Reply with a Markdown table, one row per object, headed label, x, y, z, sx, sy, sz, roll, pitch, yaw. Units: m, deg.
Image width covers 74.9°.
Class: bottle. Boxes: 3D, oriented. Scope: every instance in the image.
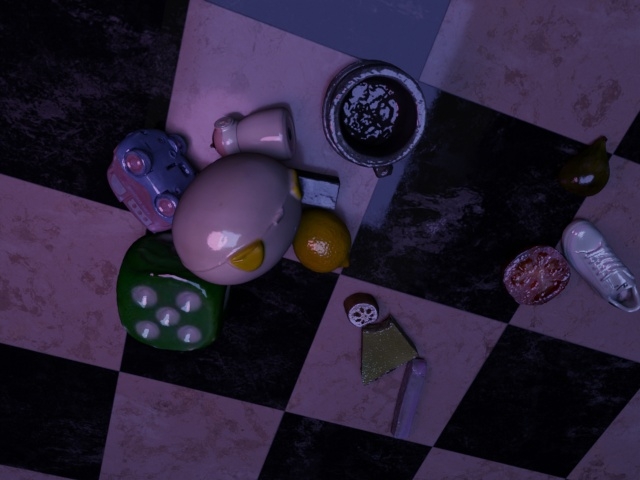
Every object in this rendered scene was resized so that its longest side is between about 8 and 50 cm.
| label | x | y | z | sx | sy | sz | roll | pitch | yaw |
| --- | --- | --- | --- | --- | --- | --- | --- | --- | --- |
| bottle | -0.199 | -0.296 | 1.202 | 0.236 | 0.147 | 0.148 | -3 | 114 | 9 |

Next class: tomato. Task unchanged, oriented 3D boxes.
| label | x | y | z | sx | sy | sz | roll | pitch | yaw |
| --- | --- | --- | --- | --- | --- | --- | --- | --- | --- |
| tomato | 0.719 | 0.107 | 1.421 | 0.224 | 0.085 | 0.225 | 1 | 112 | 2 |

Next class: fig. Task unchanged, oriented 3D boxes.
| label | x | y | z | sx | sy | sz | roll | pitch | yaw |
| --- | --- | --- | --- | --- | --- | --- | --- | --- | --- |
| fig | 0.814 | -0.224 | 1.260 | 0.133 | 0.126 | 0.185 | 25 | 115 | 3 |

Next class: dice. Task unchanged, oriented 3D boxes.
| label | x | y | z | sx | sy | sz | roll | pitch | yaw |
| --- | --- | --- | --- | --- | --- | --- | --- | --- | --- |
| dice | -0.434 | 0.146 | 1.304 | 0.300 | 0.297 | 0.287 | 8 | 117 | -5 |

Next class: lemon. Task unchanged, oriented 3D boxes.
| label | x | y | z | sx | sy | sz | roll | pitch | yaw |
| --- | --- | --- | --- | --- | --- | --- | --- | --- | --- |
| lemon | 0.000 | 0.000 | 1.306 | 0.244 | 0.187 | 0.187 | 42 | 107 | -6 |

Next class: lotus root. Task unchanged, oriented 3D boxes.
| label | x | y | z | sx | sy | sz | roll | pitch | yaw |
| --- | --- | --- | --- | --- | --- | --- | --- | --- | --- |
| lotus root | 0.144 | 0.245 | 1.479 | 0.122 | 0.081 | 0.112 | -24 | 104 | 9 |

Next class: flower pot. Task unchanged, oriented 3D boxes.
| label | x | y | z | sx | sy | sz | roll | pitch | yaw |
| --- | --- | --- | --- | --- | --- | --- | --- | --- | --- |
| flower pot | 0.153 | -0.329 | 1.118 | 0.299 | 0.283 | 0.299 | -1 | 110 | -2 |

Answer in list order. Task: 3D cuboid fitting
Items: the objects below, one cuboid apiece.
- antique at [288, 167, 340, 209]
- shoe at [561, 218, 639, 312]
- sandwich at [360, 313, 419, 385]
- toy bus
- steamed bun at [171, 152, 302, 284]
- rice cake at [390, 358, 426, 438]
| label | x | y | z | sx | sy | sz | roll | pitch | yaw |
| --- | --- | --- | --- | --- | --- | --- | --- | --- | --- |
| antique | -0.037 | -0.162 | 1.288 | 0.183 | 0.088 | 0.086 | 10 | 112 | -6 |
| shoe | 0.937 | 0.094 | 1.379 | 0.131 | 0.160 | 0.363 | -37 | 110 | 12 |
| sandwich | 0.206 | 0.400 | 1.556 | 0.245 | 0.063 | 0.212 | -34 | 106 | 12 |
| toy bus | -0.488 | -0.161 | 1.224 | 0.231 | 0.197 | 0.294 | -24 | 109 | 28 |
| steamed bun | -0.216 | -0.060 | 1.115 | 0.334 | 0.334 | 0.374 | 35 | 65 | -15 |
| rice cake | 0.349 | 0.635 | 1.656 | 0.070 | 0.064 | 0.399 | 4 | 114 | -9 |
